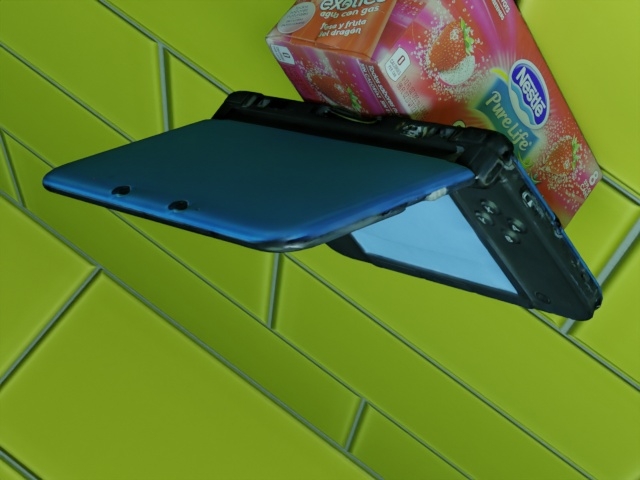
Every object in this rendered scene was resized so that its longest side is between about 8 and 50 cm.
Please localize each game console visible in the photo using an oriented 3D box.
[{"bbox_3d":[0.000,0.000,1.084,0.293,0.173,0.250,16,151,50],"label":"game console"}]

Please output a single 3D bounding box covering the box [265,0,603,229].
[{"bbox_3d":[0.090,-0.096,1.167,0.122,0.128,0.257,18,153,45],"label":"box"}]
